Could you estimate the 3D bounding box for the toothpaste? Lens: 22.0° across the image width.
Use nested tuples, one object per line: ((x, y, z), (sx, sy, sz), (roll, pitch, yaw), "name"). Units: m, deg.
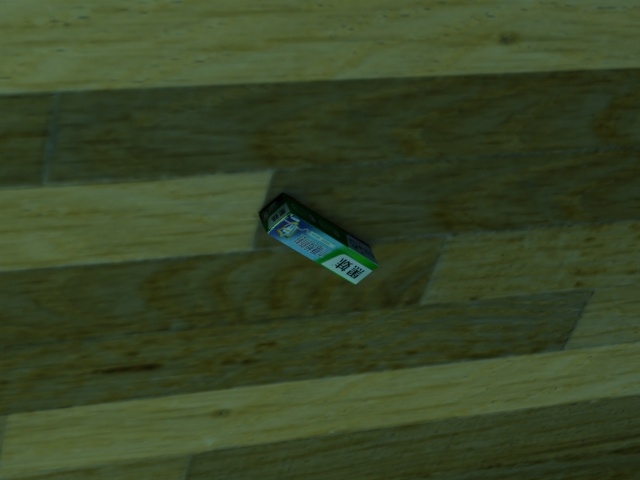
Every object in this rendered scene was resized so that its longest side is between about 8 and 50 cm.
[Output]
((0.000, 0.000, 0.920), (0.020, 0.017, 0.083), (-39, 139, 18), "toothpaste")
